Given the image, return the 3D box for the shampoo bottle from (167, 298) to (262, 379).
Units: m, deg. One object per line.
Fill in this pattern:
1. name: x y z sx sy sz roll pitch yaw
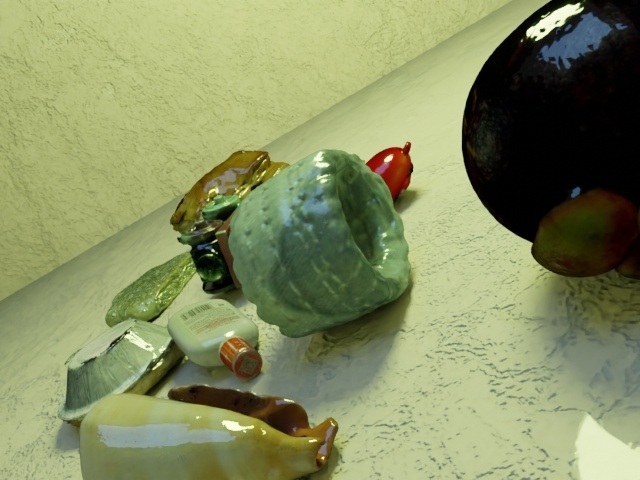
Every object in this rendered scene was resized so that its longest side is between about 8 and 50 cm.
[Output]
1. shampoo bottle: -0.144 0.139 0.831 0.107 0.052 0.220 -17 18 -25

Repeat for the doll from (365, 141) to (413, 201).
1. doll: 0.094 -0.094 1.060 0.217 0.085 0.183 -44 12 17

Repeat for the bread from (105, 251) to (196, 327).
1. bread: -0.392 0.116 1.323 0.207 0.056 0.287 -23 18 19

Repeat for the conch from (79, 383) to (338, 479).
1. conch: -0.115 0.214 0.549 0.254 0.127 0.158 2 0 22

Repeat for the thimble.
1. thimble: 0.000 0.000 0.749 0.171 0.205 0.250 -29 33 25

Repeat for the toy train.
1. toy train: -0.133 -0.014 1.133 0.221 0.150 0.304 -16 19 12

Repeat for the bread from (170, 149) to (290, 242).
1. bread: -0.229 -0.117 1.497 0.324 0.167 0.277 -38 19 -25

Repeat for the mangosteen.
1. mangosteen: 0.270 -0.078 0.505 0.274 0.275 0.303 -23 52 23

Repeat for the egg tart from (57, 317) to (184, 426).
1. egg tart: -0.328 0.196 0.937 0.234 0.094 0.234 -30 16 10
